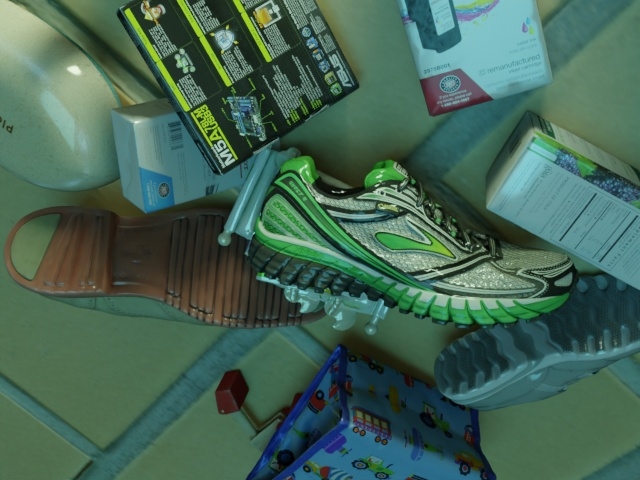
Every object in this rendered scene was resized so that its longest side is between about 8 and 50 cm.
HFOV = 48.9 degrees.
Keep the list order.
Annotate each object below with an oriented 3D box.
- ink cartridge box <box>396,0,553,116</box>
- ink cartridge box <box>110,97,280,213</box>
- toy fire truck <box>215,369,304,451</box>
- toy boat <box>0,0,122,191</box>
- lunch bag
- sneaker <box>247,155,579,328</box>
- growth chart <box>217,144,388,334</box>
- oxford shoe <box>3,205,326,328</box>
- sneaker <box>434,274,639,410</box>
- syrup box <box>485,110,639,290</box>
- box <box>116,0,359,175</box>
[{"bbox_3d":[0.146,-0.229,0.694,0.127,0.072,0.175,-13,113,20],"label":"ink cartridge box"},{"bbox_3d":[-0.135,-0.109,0.795,0.060,0.180,0.104,29,129,44],"label":"ink cartridge box"},{"bbox_3d":[-0.060,0.273,1.013,0.135,0.047,0.192,-10,115,18],"label":"toy fire truck"},{"bbox_3d":[-0.287,-0.206,0.781,0.267,0.148,0.318,42,126,-4],"label":"toy boat"},{"bbox_3d":[0.046,0.314,0.935,0.220,0.138,0.293,26,120,-16],"label":"lunch bag"},{"bbox_3d":[0.098,-0.002,0.732,0.343,0.134,0.146,13,100,5],"label":"sneaker"},{"bbox_3d":[0.000,0.000,0.829,0.237,0.021,0.172,30,96,-11],"label":"growth chart"},{"bbox_3d":[-0.178,0.040,0.897,0.396,0.141,0.146,11,162,-3],"label":"oxford shoe"},{"bbox_3d":[0.282,0.129,0.851,0.281,0.105,0.115,-23,139,21],"label":"sneaker"},{"bbox_3d":[0.300,-0.033,0.746,0.236,0.093,0.096,27,119,-1],"label":"syrup box"},{"bbox_3d":[-0.079,-0.194,0.725,0.184,0.045,0.191,-35,109,-11],"label":"box"}]
